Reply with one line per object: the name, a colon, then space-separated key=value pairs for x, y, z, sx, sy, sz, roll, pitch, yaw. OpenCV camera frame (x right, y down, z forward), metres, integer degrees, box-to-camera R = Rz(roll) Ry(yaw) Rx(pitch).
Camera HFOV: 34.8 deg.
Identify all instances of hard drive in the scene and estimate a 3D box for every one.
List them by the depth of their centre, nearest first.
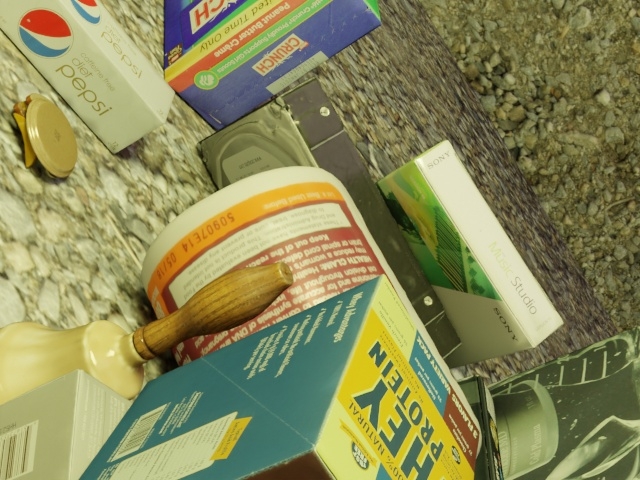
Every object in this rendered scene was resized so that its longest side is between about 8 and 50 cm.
hard drive: x=0.000 y=0.000 z=1.184 sx=0.064 sy=0.237 sz=0.339 roll=-35 pitch=100 yaw=-29

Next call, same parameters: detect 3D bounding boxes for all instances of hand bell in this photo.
hand bell: x=-0.124 y=0.076 z=0.778 sx=0.126 sy=0.242 sz=0.126 roll=49 pitch=26 yaw=-34

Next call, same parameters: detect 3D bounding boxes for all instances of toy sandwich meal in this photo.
toy sandwich meal: x=-0.260 y=-0.097 z=0.957 sx=0.085 sy=0.029 sz=0.086 roll=-16 pitch=90 yaw=-74

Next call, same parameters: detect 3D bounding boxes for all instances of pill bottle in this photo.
pill bottle: x=0.007 y=0.148 z=0.944 sx=0.224 sy=0.224 sz=0.392 roll=18 pitch=39 yaw=-61

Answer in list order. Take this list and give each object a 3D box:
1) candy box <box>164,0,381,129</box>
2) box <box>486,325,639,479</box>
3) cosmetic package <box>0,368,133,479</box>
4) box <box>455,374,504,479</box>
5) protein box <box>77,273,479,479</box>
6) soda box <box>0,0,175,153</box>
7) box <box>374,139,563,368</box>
candy box: x=-0.073 y=-0.342 z=1.326 sx=0.122 sy=0.268 sz=0.317 roll=38 pitch=33 yaw=-42
box: x=0.295 y=0.365 z=1.090 sx=0.297 sy=0.471 sz=0.480 roll=56 pitch=23 yaw=-17
cosmetic package: x=-0.143 y=0.205 z=0.749 sx=0.238 sy=0.127 sz=0.107 roll=45 pitch=28 yaw=-43
box: x=0.082 y=0.248 z=1.081 sx=0.175 sy=0.220 sz=0.051 roll=-87 pitch=152 yaw=-50
protein box: x=-0.029 y=0.153 z=0.623 sx=0.136 sy=0.201 sz=0.200 roll=58 pitch=23 yaw=-14
soda box: x=-0.245 y=-0.197 z=1.036 sx=0.216 sy=0.073 sz=0.069 roll=51 pitch=25 yaw=-30
box: x=0.108 y=0.041 z=1.182 sx=0.058 sy=0.322 sz=0.232 roll=-34 pitch=91 yaw=-30
